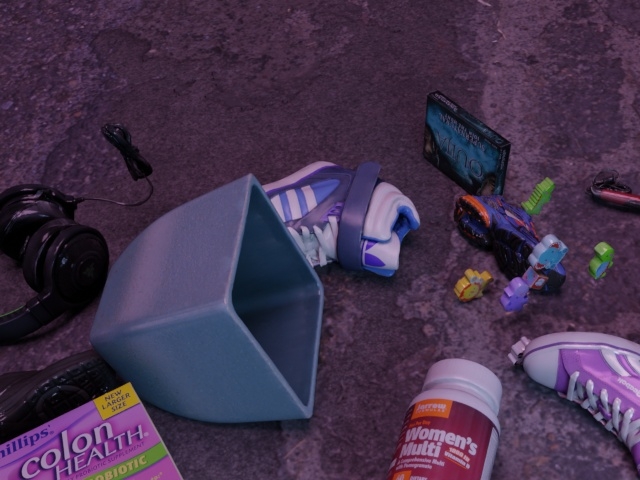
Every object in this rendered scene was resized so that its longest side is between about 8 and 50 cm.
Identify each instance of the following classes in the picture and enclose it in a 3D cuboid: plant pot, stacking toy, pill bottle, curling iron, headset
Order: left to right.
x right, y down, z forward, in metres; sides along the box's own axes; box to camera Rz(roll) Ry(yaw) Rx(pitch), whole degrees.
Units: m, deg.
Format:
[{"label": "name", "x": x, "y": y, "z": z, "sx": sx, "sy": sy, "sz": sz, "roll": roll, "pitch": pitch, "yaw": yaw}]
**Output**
[{"label": "headset", "x": -0.435, "y": -0.016, "z": 1.558, "sx": 0.394, "sy": 0.185, "sz": 0.243, "roll": -39, "pitch": 51, "yaw": -13}, {"label": "plant pot", "x": -0.164, "y": 0.103, "z": 1.362, "sx": 0.252, "sy": 0.248, "sz": 0.247, "roll": -16, "pitch": 41, "yaw": 19}, {"label": "pill bottle", "x": 0.154, "y": 0.261, "z": 1.222, "sx": 0.121, "sy": 0.121, "sz": 0.221, "roll": 8, "pitch": 47, "yaw": 17}, {"label": "stacking toy", "x": 0.292, "y": 0.045, "z": 1.379, "sx": 0.052, "sy": 0.221, "sz": 0.167, "roll": 12, "pitch": 31, "yaw": -37}, {"label": "curling iron", "x": 0.550, "y": -0.058, "z": 1.550, "sx": 0.274, "sy": 0.035, "sz": 0.068, "roll": 18, "pitch": 50, "yaw": 25}]

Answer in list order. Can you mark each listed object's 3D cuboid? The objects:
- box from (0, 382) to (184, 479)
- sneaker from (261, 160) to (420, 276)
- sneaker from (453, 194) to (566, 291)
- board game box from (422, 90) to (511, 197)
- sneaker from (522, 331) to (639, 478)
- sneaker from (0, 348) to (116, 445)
[{"label": "box", "x": -0.274, "y": 0.333, "z": 1.220, "sx": 0.214, "sy": 0.117, "sz": 0.243, "roll": -25, "pitch": 46, "yaw": -16}, {"label": "sneaker", "x": 0.000, "y": 0.000, "z": 1.508, "sx": 0.236, "sy": 0.130, "sz": 0.323, "roll": 27, "pitch": 49, "yaw": 37}, {"label": "sneaker", "x": 0.300, "y": -0.008, "z": 1.511, "sx": 0.087, "sy": 0.083, "sz": 0.221, "roll": -20, "pitch": 48, "yaw": -25}, {"label": "board game box", "x": 0.236, "y": -0.149, "z": 1.629, "sx": 0.026, "sy": 0.126, "sz": 0.186, "roll": -22, "pitch": 44, "yaw": -25}, {"label": "sneaker", "x": 0.381, "y": 0.215, "z": 1.251, "sx": 0.282, "sy": 0.102, "sz": 0.161, "roll": 12, "pitch": 51, "yaw": 21}, {"label": "sneaker", "x": -0.421, "y": 0.222, "z": 1.372, "sx": 0.286, "sy": 0.109, "sz": 0.130, "roll": -28, "pitch": 41, "yaw": -22}]
